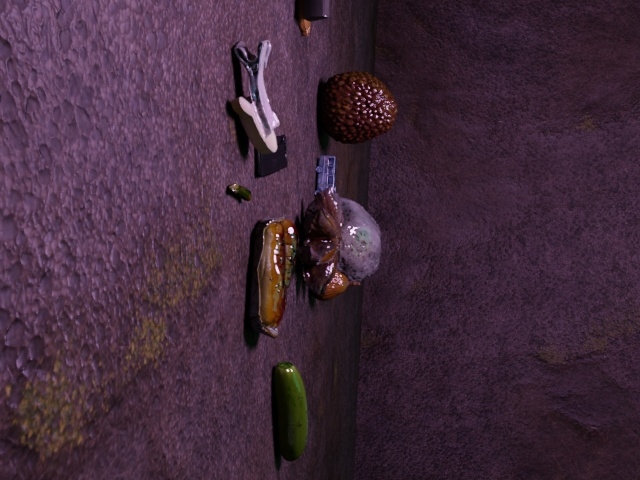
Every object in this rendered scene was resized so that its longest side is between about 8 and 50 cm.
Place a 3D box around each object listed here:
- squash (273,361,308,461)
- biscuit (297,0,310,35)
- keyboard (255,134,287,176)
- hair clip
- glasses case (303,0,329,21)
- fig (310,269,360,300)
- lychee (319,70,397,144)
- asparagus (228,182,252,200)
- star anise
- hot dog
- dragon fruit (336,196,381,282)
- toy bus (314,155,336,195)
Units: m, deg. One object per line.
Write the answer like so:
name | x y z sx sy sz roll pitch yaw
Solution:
squash | -0.073 0.434 1.667 0.082 0.082 0.293 -65 155 -66
biscuit | -0.040 -0.649 1.771 0.133 0.027 0.184 18 74 -81
keyboard | -0.109 -0.192 1.505 0.250 0.017 0.087 -51 141 -75
hair clip | -0.122 -0.265 1.263 0.159 0.071 0.219 -66 151 -59
glasses case | -0.011 -0.661 1.694 0.042 0.072 0.191 -2 93 -54
fig | 0.032 0.121 2.067 0.119 0.153 0.119 55 16 -24
lychee | 0.114 -0.418 2.096 0.236 0.271 0.236 -13 106 -51
asparagus | -0.151 -0.092 1.256 0.108 0.025 0.021 33 70 -79
star anise | 0.000 0.000 1.907 0.331 0.117 0.332 11 90 -82
hot dog | -0.100 0.075 1.431 0.162 0.081 0.271 43 51 -75
dragon fruit | 0.099 -0.012 2.175 0.221 0.203 0.283 83 12 -59
toy bus | 0.019 -0.185 2.100 0.047 0.065 0.166 28 64 -79
